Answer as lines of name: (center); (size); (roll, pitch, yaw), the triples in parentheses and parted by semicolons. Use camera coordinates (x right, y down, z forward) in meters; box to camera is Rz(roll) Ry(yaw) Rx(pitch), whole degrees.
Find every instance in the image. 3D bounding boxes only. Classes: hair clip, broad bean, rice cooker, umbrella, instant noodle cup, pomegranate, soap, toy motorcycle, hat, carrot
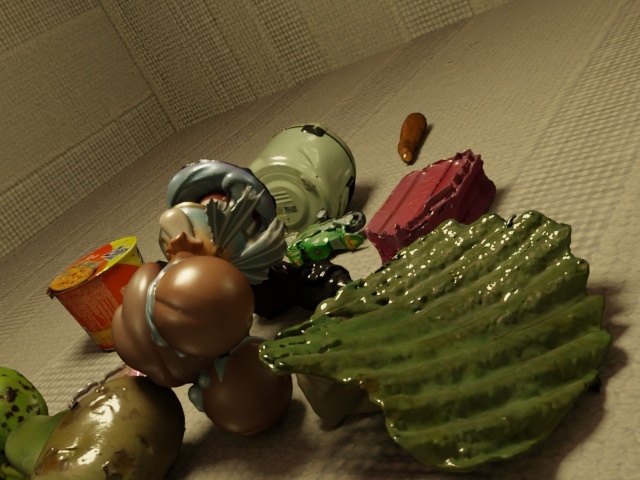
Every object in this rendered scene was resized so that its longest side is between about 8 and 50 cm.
hair clip: (-0.318, 0.221, 1.381); (0.300, 0.069, 0.173); (-47, 23, -18)
broad bean: (-0.388, 0.320, 1.199); (0.228, 0.100, 0.169); (-25, 27, 8)
rice cooker: (-0.040, -0.121, 1.655); (0.226, 0.226, 0.244); (-20, 22, 24)
umbrella: (-0.015, 0.080, 1.299); (0.340, 0.118, 0.118); (3, 36, 41)
instant noodle cup: (-0.438, 0.119, 1.650); (0.213, 0.174, 0.213); (-25, 19, 9)
pomegranate: (-0.574, 0.294, 1.299); (0.211, 0.263, 0.211); (-13, 43, 12)
soap: (0.178, -0.045, 1.320); (0.162, 0.099, 0.250); (-13, 24, 38)
toy motorcycle: (0.000, 0.000, 1.505); (0.190, 0.074, 0.106); (-20, 30, 21)
hat: (0.062, 0.134, 1.010); (0.173, 0.144, 0.166); (-45, 12, 29)
carrot: (0.211, -0.239, 1.835); (0.059, 0.059, 0.248); (-19, 24, 25)

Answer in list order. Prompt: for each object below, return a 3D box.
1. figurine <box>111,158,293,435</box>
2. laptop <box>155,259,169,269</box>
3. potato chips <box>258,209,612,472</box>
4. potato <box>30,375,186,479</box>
figurine: (-0.155, 0.069, 1.128); (0.248, 0.277, 0.388); (-10, 35, 19)
laptop: (-0.443, 0.115, 1.913); (0.197, 0.016, 0.135); (-39, 23, -24)
potato chips: (0.138, 0.089, 0.902); (0.373, 0.097, 0.389); (17, 41, 42)
potato: (-0.283, 0.290, 1.041); (0.165, 0.165, 0.262); (-19, 26, 27)
